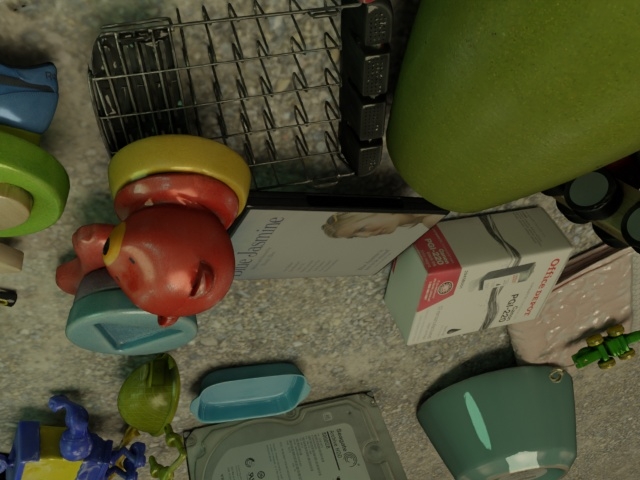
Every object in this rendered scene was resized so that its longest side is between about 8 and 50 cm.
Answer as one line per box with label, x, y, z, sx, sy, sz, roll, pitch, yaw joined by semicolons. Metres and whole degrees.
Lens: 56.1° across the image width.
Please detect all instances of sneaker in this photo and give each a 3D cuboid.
sneaker;-0.311;-0.137;0.456;0.210;0.069;0.082;14;96;-24

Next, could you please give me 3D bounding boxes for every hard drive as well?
hard drive;-0.036;0.388;0.972;0.339;0.236;0.064;-7;136;-15

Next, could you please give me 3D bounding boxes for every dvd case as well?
dvd case;0.000;0.000;0.693;0.253;0.022;0.180;0;153;-28

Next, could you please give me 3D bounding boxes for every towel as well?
towel;0.487;0.126;1.063;0.317;0.053;0.331;-27;137;5

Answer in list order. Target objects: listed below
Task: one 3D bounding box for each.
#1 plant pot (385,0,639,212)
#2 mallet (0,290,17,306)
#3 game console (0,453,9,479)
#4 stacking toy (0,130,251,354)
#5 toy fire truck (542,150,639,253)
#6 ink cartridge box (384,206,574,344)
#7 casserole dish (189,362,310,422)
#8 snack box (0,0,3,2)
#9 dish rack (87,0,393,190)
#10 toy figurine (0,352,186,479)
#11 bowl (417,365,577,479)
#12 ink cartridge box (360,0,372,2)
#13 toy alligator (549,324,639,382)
plant pot;0.187;-0.158;0.518;0.275;0.274;0.293;3;148;-25
mallet;-0.407;0.038;0.609;0.190;0.039;0.062;11;132;-37
game console;-0.459;0.435;0.986;0.213;0.043;0.361;-42;135;21
stacking toy;-0.224;0.034;0.541;0.280;0.130;0.309;6;150;-22
toy fire truck;0.410;-0.098;0.694;0.159;0.217;0.246;29;103;-40
ink cartridge box;0.215;0.050;0.839;0.218;0.092;0.158;-10;137;-16
casserole dish;-0.109;0.233;0.931;0.189;0.037;0.114;-1;134;-21
snack box;-0.179;-0.239;0.426;0.178;0.022;0.064;-26;137;5
dish rack;-0.063;-0.130;0.555;0.272;0.074;0.208;-11;136;-10
toy figurine;-0.341;0.308;0.808;0.217;0.191;0.362;12;127;-26
bowl;0.354;0.380;1.145;0.312;0.163;0.311;-6;143;-4
ink cartridge box;0.027;-0.273;0.399;0.073;0.127;0.175;-20;138;-5
toy alligator;0.483;0.197;1.059;0.190;0.056;0.051;-26;178;3
